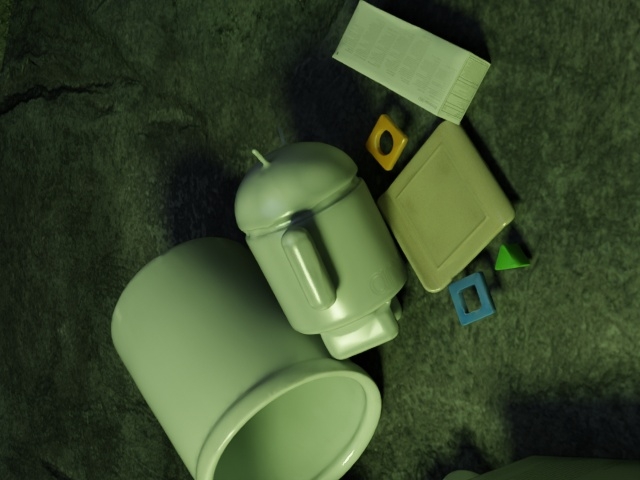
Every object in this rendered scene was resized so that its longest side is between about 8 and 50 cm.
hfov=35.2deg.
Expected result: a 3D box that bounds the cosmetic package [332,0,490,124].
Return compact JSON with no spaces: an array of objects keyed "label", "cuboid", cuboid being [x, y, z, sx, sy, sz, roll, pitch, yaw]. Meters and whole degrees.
[{"label":"cosmetic package","cuboid":[0.127,-0.260,1.460,0.239,0.060,0.098,38,105,41]}]

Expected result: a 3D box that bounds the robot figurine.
[{"label":"robot figurine","cuboid":[0.000,0.000,1.531,0.200,0.300,0.353,-25,103,11]}]

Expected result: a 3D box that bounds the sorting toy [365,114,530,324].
[{"label":"sorting toy","cuboid":[0.184,-0.050,1.462,0.196,0.047,0.347,-49,60,40]}]

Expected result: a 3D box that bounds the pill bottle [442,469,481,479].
[{"label":"pill bottle","cuboid":[0.179,0.449,1.496,0.131,0.131,0.229,52,134,32]}]

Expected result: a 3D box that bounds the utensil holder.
[{"label":"utensil holder","cuboid":[-0.140,0.224,1.704,0.385,0.328,0.327,45,130,39]}]

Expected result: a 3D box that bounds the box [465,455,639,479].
[{"label":"box","cuboid":[0.353,0.391,1.235,0.345,0.168,0.214,-12,88,53]}]
